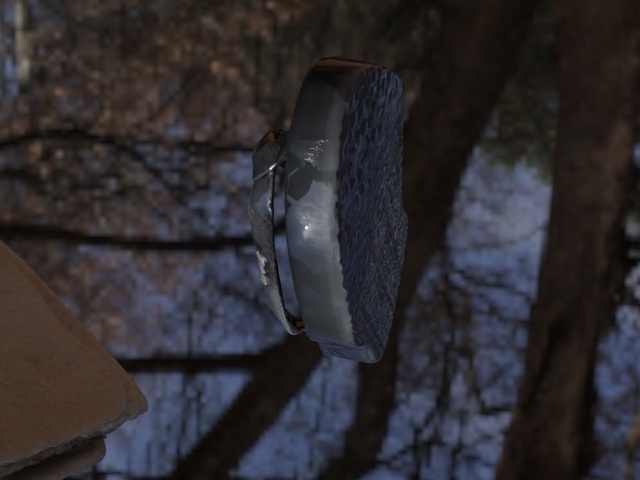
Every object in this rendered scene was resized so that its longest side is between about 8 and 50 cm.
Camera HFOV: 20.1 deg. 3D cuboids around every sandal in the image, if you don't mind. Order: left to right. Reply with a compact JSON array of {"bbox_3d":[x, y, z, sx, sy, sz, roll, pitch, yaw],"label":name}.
[{"bbox_3d":[0.000,0.001,0.731,0.054,0.097,0.254,11,164,6],"label":"sandal"}]

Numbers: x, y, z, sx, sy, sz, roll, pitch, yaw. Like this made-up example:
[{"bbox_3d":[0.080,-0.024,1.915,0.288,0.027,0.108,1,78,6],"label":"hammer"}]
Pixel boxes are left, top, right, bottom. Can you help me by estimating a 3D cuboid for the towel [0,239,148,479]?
[{"bbox_3d":[-0.229,0.062,0.852,0.187,0.049,0.282,44,-148,24],"label":"towel"}]
